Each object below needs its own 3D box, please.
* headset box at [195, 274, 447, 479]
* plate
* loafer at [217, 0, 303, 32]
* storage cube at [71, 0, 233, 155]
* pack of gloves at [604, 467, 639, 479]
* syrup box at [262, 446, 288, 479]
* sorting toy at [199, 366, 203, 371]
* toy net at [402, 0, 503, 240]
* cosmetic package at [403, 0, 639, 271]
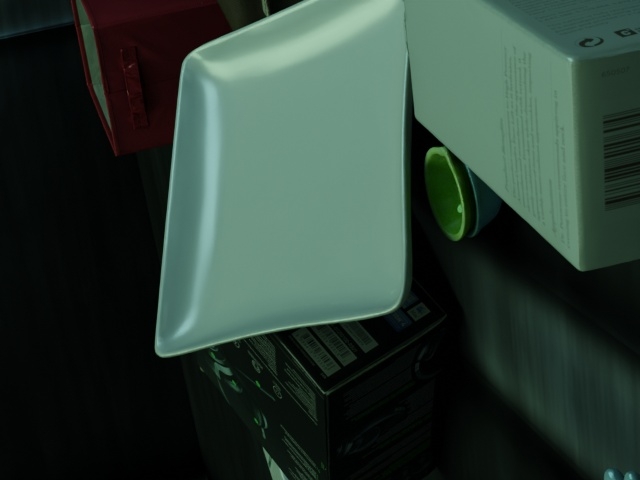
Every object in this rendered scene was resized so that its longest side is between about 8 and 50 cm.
[{"bbox_3d":[-0.010,0.101,1.251,0.246,0.131,0.283,47,157,31],"label":"headset box"},{"bbox_3d":[-0.020,-0.054,1.068,0.277,0.045,0.278,-16,65,44],"label":"plate"},{"bbox_3d":[-0.070,-0.273,1.192,0.134,0.130,0.366,-151,53,-74],"label":"loafer"},{"bbox_3d":[-0.190,-0.244,1.659,0.215,0.193,0.183,-119,19,-51],"label":"storage cube"},{"bbox_3d":[0.233,0.202,0.716,0.232,0.046,0.195,67,153,24],"label":"pack of gloves"},{"bbox_3d":[-0.037,0.211,1.724,0.096,0.093,0.237,101,152,-63],"label":"syrup box"},{"bbox_3d":[-0.118,0.001,1.700,0.307,0.041,0.229,95,-171,-56],"label":"sorting toy"},{"bbox_3d":[0.090,-0.119,0.923,0.122,0.045,0.232,154,102,-77],"label":"toy net"},{"bbox_3d":[0.122,-0.087,0.735,0.231,0.085,0.117,-122,22,-59],"label":"cosmetic package"}]
